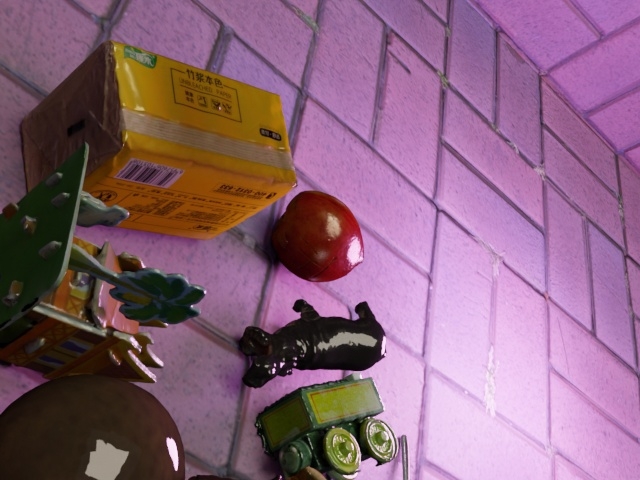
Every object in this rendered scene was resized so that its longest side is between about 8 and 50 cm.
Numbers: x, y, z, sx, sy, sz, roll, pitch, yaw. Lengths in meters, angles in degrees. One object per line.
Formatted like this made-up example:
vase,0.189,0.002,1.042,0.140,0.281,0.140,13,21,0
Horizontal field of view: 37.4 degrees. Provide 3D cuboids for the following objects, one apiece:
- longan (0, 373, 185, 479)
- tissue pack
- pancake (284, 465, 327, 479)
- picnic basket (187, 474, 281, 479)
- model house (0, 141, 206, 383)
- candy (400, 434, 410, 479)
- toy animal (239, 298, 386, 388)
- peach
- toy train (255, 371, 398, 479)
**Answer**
longan,-0.330,0.324,1.288,0.297,0.297,0.297,28,48,-36
tissue pack,-0.276,-0.157,1.644,0.381,0.293,0.228,11,59,-45
pancake,-0.042,0.590,1.477,0.067,0.304,0.427,38,33,-74
picnic basket,-0.144,0.429,1.329,0.129,0.297,0.223,20,65,6
model house,-0.320,0.063,1.400,0.312,0.357,0.243,25,48,-36
candy,0.172,0.533,1.925,0.097,0.097,0.324,38,34,-28
toy animal,-0.028,0.199,1.834,0.343,0.106,0.168,-6,39,-36
peach,0.000,0.000,1.959,0.197,0.197,0.197,28,48,-36
toy train,0.020,0.362,1.778,0.271,0.159,0.188,0,61,-49
